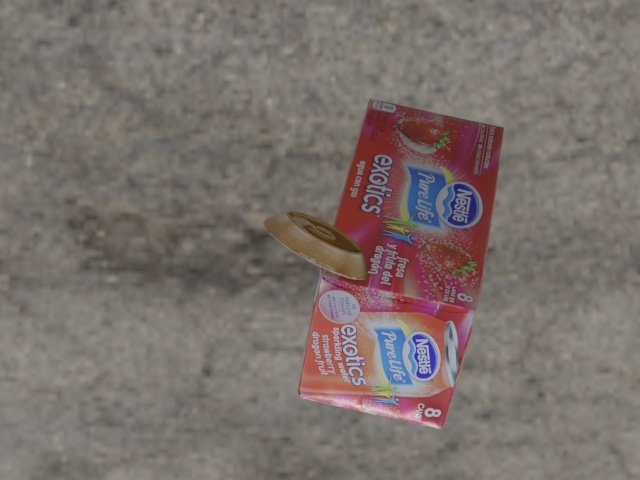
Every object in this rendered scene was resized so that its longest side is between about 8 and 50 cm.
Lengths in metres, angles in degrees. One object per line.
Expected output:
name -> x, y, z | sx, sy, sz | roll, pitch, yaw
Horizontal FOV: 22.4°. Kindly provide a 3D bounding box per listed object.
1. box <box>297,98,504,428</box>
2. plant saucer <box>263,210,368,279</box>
box -> 0.068, 0.012, 1.298 | 0.122, 0.257, 0.128 | 13, 127, 2
plant saucer -> 0.000, 0.000, 1.129 | 0.083, 0.083, 0.015 | 21, 104, -30
